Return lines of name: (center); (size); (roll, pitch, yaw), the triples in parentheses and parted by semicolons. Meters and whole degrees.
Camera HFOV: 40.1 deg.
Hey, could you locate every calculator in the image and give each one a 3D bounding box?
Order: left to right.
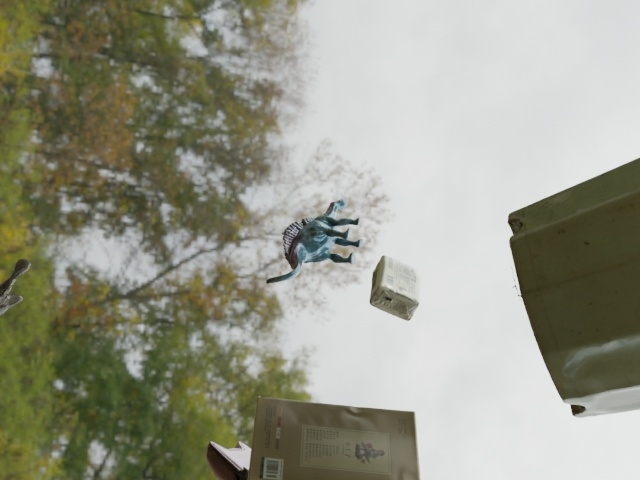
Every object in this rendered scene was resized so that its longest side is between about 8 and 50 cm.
calculator: (-0.030, 0.383, 1.241); (0.043, 0.294, 0.194); (-56, 163, -5)

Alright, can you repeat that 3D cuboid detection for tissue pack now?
tissue pack: (0.098, 0.062, 1.149); (0.083, 0.062, 0.042); (-77, -170, -61)

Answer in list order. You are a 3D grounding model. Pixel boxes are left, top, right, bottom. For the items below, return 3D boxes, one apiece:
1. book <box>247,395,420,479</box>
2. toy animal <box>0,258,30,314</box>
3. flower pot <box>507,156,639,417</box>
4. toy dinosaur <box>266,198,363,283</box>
book: (0.018, 0.246, 1.025); (0.139, 0.198, 0.016); (-86, -176, -51)
toy animal: (-0.425, 0.094, 1.058); (0.202, 0.105, 0.070); (-61, -148, 27)
flower pot: (0.308, 0.028, 0.725); (0.259, 0.290, 0.291); (-21, -120, 20)
toy dinosaur: (0.000, 0.000, 0.965); (0.197, 0.080, 0.045); (-51, 139, -53)
